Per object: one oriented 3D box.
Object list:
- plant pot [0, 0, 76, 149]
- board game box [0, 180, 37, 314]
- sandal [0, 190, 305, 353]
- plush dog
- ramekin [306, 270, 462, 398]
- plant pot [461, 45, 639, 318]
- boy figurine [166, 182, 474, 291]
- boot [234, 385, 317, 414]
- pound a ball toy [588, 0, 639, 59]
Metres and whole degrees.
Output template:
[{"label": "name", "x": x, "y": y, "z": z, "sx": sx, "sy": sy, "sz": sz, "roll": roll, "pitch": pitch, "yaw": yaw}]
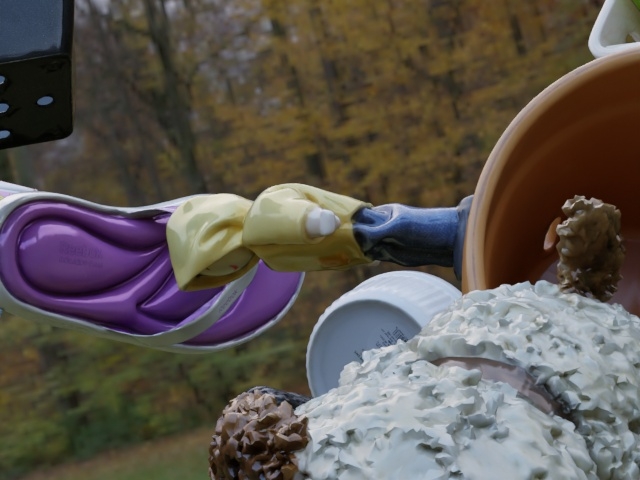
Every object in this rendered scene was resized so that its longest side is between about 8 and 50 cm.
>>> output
[{"label": "plant pot", "x": -0.298, "y": -0.181, "z": 1.287, "sx": 0.188, "sy": 0.167, "sz": 0.187, "roll": -12, "pitch": -28, "yaw": -16}, {"label": "board game box", "x": -0.470, "y": 0.002, "z": 1.475, "sx": 0.316, "sy": 0.064, "sz": 0.242, "roll": 14, "pitch": 37, "yaw": -7}, {"label": "sandal", "x": -0.151, "y": 0.034, "z": 1.462, "sx": 0.416, "sy": 0.169, "sz": 0.102, "roll": 0, "pitch": -1, "yaw": -45}, {"label": "plush dog", "x": 0.078, "y": 0.103, "z": 0.654, "sx": 0.262, "sy": 0.210, "sz": 0.225, "roll": 21, "pitch": 24, "yaw": 20}, {"label": "ramekin", "x": 0.081, "y": 0.140, "z": 1.653, "sx": 0.207, "sy": 0.207, "sz": 0.109, "roll": -16, "pitch": -5, "yaw": 28}, {"label": "plant pot", "x": 0.223, "y": 0.049, "z": 0.924, "sx": 0.291, "sy": 0.291, "sz": 0.203, "roll": -14, "pitch": -20, "yaw": -9}, {"label": "boy figurine", "x": 0.000, "y": 0.000, "z": 1.263, "sx": 0.285, "sy": 0.092, "sz": 0.177, "roll": -1, "pitch": -10, "yaw": 8}, {"label": "boot", "x": 0.037, "y": 0.305, "z": 1.337, "sx": 0.131, "sy": 0.348, "sz": 0.260, "roll": -29, "pitch": -24, "yaw": 37}, {"label": "pound a ball toy", "x": 0.373, "y": -0.126, "z": 1.236, "sx": 0.208, "sy": 0.136, "sz": 0.319, "roll": 1, "pitch": -33, "yaw": 47}]
